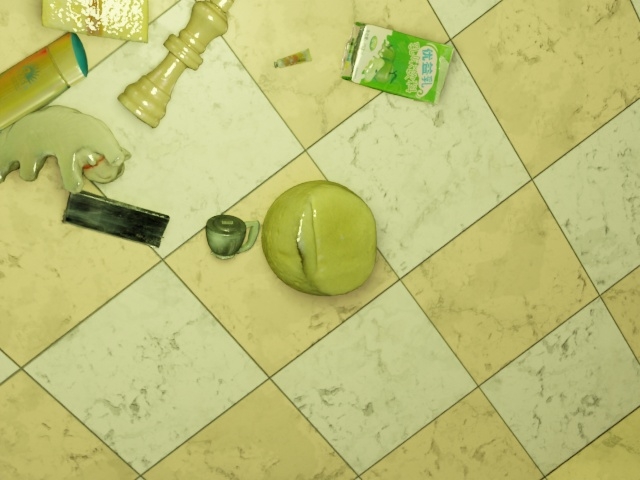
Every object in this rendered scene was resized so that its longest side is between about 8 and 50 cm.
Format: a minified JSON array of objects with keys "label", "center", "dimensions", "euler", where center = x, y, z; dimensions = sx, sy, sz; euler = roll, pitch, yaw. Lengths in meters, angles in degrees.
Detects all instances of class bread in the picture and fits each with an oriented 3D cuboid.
[{"label":"bread","center":[-0.005,-0.003,1.842],"dimensions":[0.320,0.237,0.321],"euler":[-9,111,-26]},{"label":"bread","center":[-0.511,-0.561,1.560],"dimensions":[0.239,0.135,0.178],"euler":[1,111,-22]}]

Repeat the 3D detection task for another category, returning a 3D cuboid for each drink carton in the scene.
[{"label":"drink carton","center":[0.198,-0.465,1.790],"dimensions":[0.270,0.108,0.161],"euler":[10,106,-16]}]

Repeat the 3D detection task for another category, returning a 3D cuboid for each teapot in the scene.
[{"label":"teapot","center":[-0.252,-0.011,1.862],"dimensions":[0.111,0.149,0.108],"euler":[24,123,19]}]

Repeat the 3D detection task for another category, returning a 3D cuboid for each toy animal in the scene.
[{"label":"toy animal","center":[-0.639,-0.209,1.676],"dimensions":[0.307,0.188,0.266],"euler":[-37,88,7]}]

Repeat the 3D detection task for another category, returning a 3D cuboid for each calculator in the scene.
[{"label":"calculator","center":[-0.529,-0.055,1.761],"dimensions":[0.261,0.021,0.161],"euler":[17,143,-19]}]

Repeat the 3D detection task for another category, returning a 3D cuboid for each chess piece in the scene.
[{"label":"chess piece","center":[-0.333,-0.465,1.670],"dimensions":[0.117,0.117,0.397],"euler":[38,95,-21]}]

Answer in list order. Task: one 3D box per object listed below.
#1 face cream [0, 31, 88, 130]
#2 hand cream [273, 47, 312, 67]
[{"label":"face cream","center":[-0.681,-0.380,1.615],"dimensions":[0.285,0.067,0.139],"euler":[-32,67,-1]},{"label":"hand cream","center":[-0.072,-0.473,1.773],"dimensions":[0.102,0.022,0.035],"euler":[-19,104,-11]}]
